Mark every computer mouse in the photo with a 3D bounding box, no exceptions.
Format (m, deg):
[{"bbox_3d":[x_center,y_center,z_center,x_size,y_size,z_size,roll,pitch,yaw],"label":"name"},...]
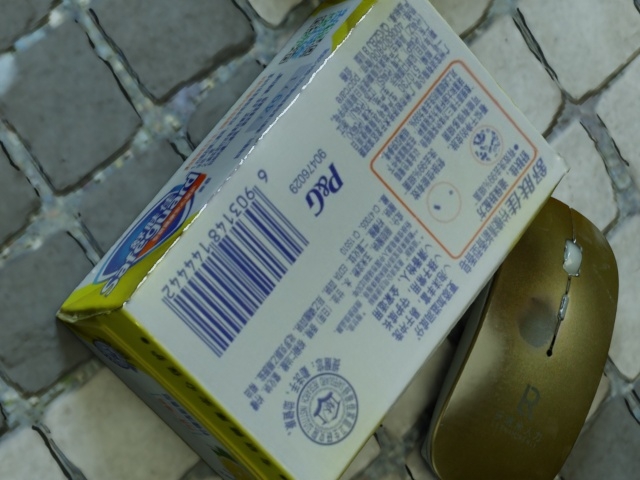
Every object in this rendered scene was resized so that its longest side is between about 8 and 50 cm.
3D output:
[{"bbox_3d":[0.129,0.068,1.180,0.102,0.045,0.199,31,74,-29],"label":"computer mouse"}]

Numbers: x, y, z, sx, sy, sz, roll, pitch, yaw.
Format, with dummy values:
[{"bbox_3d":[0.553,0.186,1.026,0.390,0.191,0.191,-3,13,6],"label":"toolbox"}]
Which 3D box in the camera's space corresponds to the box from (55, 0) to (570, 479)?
[{"bbox_3d":[0.000,0.000,1.075,0.168,0.097,0.265,46,67,-21],"label":"box"}]
